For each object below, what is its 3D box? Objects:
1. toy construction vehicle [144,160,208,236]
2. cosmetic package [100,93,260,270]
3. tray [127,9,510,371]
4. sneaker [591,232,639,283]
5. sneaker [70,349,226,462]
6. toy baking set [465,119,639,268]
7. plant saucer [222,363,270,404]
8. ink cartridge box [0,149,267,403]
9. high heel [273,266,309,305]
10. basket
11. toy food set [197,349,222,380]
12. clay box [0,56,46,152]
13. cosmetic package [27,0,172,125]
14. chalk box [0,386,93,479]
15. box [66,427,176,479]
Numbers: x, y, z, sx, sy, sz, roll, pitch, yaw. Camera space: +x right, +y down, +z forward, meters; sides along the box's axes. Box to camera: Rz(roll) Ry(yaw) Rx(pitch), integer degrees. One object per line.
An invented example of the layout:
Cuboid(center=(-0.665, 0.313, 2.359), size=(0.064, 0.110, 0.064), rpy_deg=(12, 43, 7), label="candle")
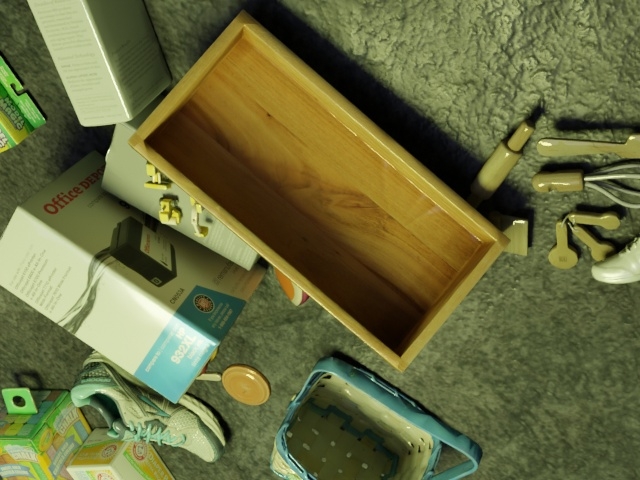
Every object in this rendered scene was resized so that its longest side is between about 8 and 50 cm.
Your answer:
Cuboid(center=(-0.181, -0.053, 1.161), size=(0.086, 0.035, 0.098), rpy_deg=(11, 125, 15), label="toy construction vehicle")
Cuboid(center=(-0.158, -0.080, 1.221), size=(0.238, 0.107, 0.127), rpy_deg=(32, 131, 3), label="cosmetic package")
Cuboid(center=(-0.001, -0.055, 1.095), size=(0.411, 0.203, 0.076), rpy_deg=(40, 175, -4), label="tray")
Cuboid(center=(0.386, 0.006, 1.073), size=(0.152, 0.053, 0.061), rpy_deg=(-20, 106, 22), label="sneaker")
Cuboid(center=(-0.293, 0.302, 1.548), size=(0.283, 0.122, 0.110), rpy_deg=(33, 131, -2), label="sneaker")
Cuboid(center=(0.286, -0.061, 1.083), size=(0.197, 0.030, 0.256), rpy_deg=(23, 137, 0), label="toy baking set")
Cuboid(center=(-0.121, 0.235, 1.493), size=(0.084, 0.013, 0.083), rpy_deg=(13, 129, 16), label="plant saucer")
Cuboid(center=(-0.256, 0.041, 1.262), size=(0.307, 0.223, 0.129), rpy_deg=(35, 118, -3), label="ink cartridge box")
Cuboid(center=(0.000, 0.000, 1.248), size=(0.082, 0.117, 0.244), rpy_deg=(50, 156, 30), label="high heel")
Cuboid(center=(0.067, 0.288, 1.323), size=(0.255, 0.201, 0.289), rpy_deg=(32, 141, 0), label="basket")
Cuboid(center=(-0.232, 0.162, 1.450), size=(0.128, 0.071, 0.217), rpy_deg=(7, 127, 20), label="toy food set")
Cuboid(center=(-0.513, -0.178, 1.338), size=(0.222, 0.053, 0.127), rpy_deg=(-17, 116, 34), label="clay box")
Cuboid(center=(-0.275, -0.267, 1.123), size=(0.086, 0.117, 0.231), rpy_deg=(-4, 122, 25), label="cosmetic package")
Cuboid(center=(-0.516, 0.358, 1.683), size=(0.132, 0.132, 0.213), rpy_deg=(-6, 122, 27), label="chalk box")
Cuboid(center=(-0.350, 0.448, 1.694), size=(0.114, 0.103, 0.203), rpy_deg=(-12, 119, 31), label="box")
